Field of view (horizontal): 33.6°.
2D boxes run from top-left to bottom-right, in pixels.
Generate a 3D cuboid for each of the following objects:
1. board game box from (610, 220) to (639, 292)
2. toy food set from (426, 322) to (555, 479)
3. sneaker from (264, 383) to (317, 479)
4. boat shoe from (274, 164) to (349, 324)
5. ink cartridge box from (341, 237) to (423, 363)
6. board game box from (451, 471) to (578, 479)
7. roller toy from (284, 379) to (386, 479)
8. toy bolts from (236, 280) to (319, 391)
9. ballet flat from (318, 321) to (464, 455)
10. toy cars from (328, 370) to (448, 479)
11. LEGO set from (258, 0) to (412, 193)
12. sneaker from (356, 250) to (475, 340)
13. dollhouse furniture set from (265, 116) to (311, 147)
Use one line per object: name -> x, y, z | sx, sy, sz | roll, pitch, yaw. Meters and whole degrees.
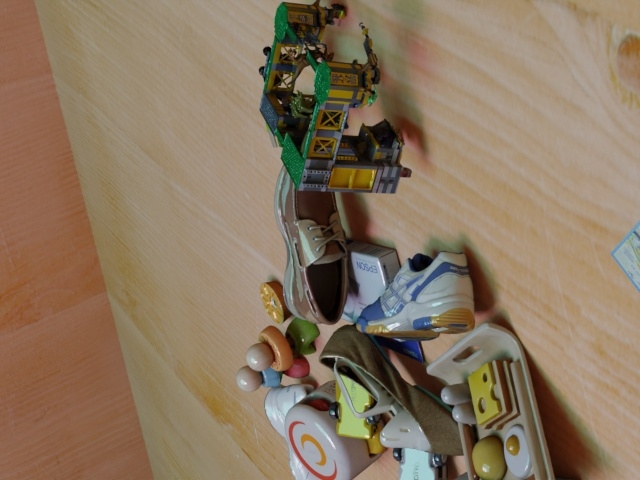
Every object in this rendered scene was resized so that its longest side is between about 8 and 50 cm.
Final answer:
board game box -> 0.415, 0.047, 1.239 | 0.154, 0.026, 0.103 | 57, 154, 19
toy food set -> 0.242, 0.304, 1.622 | 0.220, 0.092, 0.306 | 128, 139, -56
sneaker -> -0.015, 0.455, 2.393 | 0.129, 0.111, 0.297 | -22, 100, 44
boat shoe -> 0.000, 0.000, 1.865 | 0.116, 0.123, 0.324 | 27, 130, 53
ink cartridge box -> 0.088, 0.110, 1.938 | 0.223, 0.045, 0.224 | 14, 124, 60
board game box -> 0.337, 0.495, 1.719 | 0.224, 0.097, 0.303 | 66, 157, -3
roller toy -> 0.036, 0.390, 2.176 | 0.191, 0.146, 0.209 | 49, 146, 15
toy bolts -> -0.125, 0.230, 2.341 | 0.218, 0.158, 0.228 | 51, 151, 31
ballet flat -> 0.122, 0.287, 1.881 | 0.342, 0.124, 0.116 | 43, 156, 25
toy cars -> 0.139, 0.360, 2.004 | 0.176, 0.087, 0.394 | -47, 67, 26
LEGO set -> 0.041, -0.219, 1.637 | 0.331, 0.192, 0.255 | -127, 43, -57
sneaker -> 0.159, 0.091, 1.723 | 0.296, 0.111, 0.131 | -19, 66, 59
dollhouse furniture set -> -0.049, -0.195, 1.913 | 0.151, 0.076, 0.059 | -155, 48, -70
